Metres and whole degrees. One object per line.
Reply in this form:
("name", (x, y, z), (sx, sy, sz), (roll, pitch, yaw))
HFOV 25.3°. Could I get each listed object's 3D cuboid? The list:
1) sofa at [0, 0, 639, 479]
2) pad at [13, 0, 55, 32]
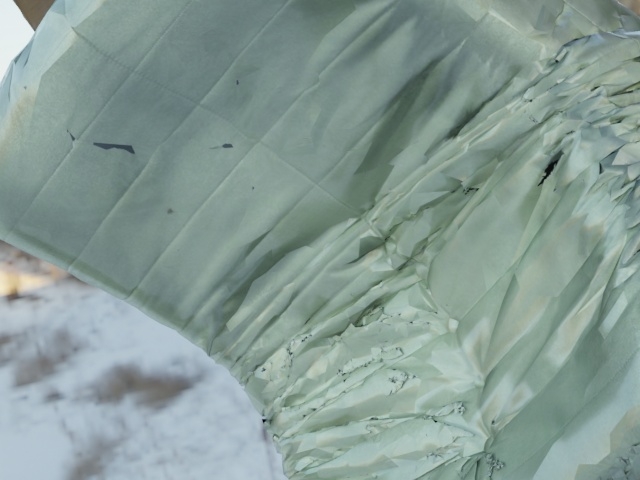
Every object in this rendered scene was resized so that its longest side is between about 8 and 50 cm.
("sofa", (0.000, 0.000, 0.455), (0.210, 0.225, 0.176), (-42, 21, 36))
("pad", (-0.084, -0.098, 0.829), (0.018, 0.284, 0.286), (-40, 15, -24))
